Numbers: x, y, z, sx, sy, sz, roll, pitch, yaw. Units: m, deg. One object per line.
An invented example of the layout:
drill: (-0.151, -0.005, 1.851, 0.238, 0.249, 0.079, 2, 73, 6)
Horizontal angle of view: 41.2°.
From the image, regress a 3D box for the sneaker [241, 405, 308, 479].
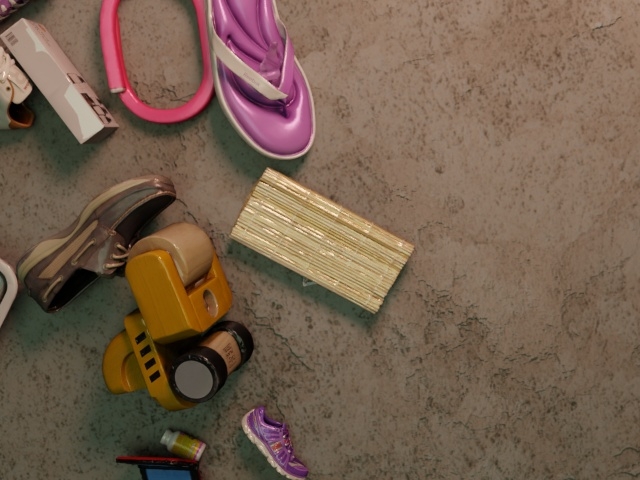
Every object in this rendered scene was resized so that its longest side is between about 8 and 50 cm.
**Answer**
sneaker: (-0.079, 0.392, 1.642, 0.071, 0.068, 0.170, -41, 93, 3)

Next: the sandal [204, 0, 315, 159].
sandal: (-0.117, -0.340, 1.499, 0.169, 0.102, 0.416, -20, 97, -14)

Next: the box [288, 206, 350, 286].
box: (0.000, 0.011, 1.600, 0.094, 0.027, 0.137, -11, 97, 7)

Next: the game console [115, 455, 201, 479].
game console: (-0.307, 0.463, 1.639, 0.144, 0.124, 0.085, -6, 72, 26)

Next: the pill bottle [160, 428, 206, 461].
pill bottle: (-0.270, 0.400, 1.667, 0.083, 0.043, 0.043, 27, 99, 0)

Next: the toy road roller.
toy road roller: (-0.292, 0.152, 1.561, 0.241, 0.202, 0.329, -16, 98, 17)

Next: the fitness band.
fitness band: (-0.292, -0.359, 1.558, 0.209, 0.054, 0.290, -6, 99, 5)

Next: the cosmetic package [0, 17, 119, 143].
cosmetic package: (-0.473, -0.289, 1.559, 0.060, 0.099, 0.239, -36, 94, 6)

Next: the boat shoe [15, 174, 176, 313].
boat shoe: (-0.395, 0.013, 1.569, 0.355, 0.132, 0.130, -35, 74, 17)

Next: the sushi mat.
sushi mat: (0.000, 0.000, 1.575, 0.317, 0.019, 0.151, 28, 100, 0)

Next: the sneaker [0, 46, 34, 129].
sneaker: (-0.576, -0.315, 1.506, 0.123, 0.105, 0.290, 6, 142, 5)

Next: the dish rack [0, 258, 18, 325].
dish rack: (-0.753, 0.090, 1.638, 0.333, 0.072, 0.285, 31, 105, 0)

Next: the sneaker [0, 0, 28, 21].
sneaker: (-0.589, -0.421, 1.556, 0.282, 0.102, 0.161, -1, 102, 15)
